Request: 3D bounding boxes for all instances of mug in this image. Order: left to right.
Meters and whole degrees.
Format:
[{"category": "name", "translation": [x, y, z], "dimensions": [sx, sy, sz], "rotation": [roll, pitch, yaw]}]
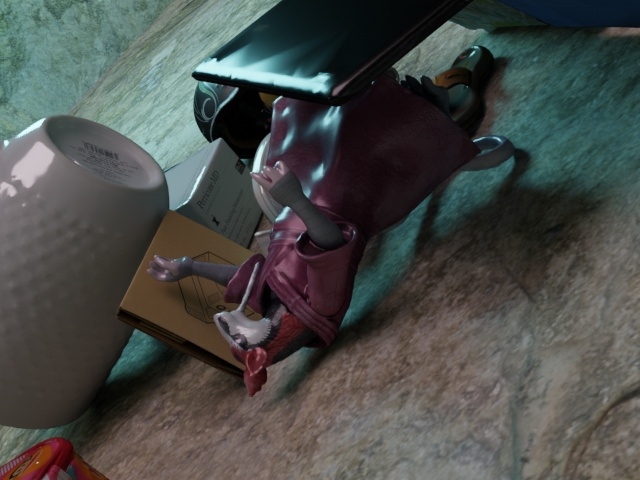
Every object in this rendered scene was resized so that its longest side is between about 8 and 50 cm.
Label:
[{"category": "mug", "translation": [-0.381, 0.003, 1.391], "dimensions": [0.328, 0.374, 0.276], "rotation": [-58, 19, 20]}]

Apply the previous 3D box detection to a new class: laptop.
[{"category": "laptop", "translation": [0.146, -0.187, 1.109], "dimensions": [0.408, 0.236, 0.382], "rotation": [-40, 23, -12]}]

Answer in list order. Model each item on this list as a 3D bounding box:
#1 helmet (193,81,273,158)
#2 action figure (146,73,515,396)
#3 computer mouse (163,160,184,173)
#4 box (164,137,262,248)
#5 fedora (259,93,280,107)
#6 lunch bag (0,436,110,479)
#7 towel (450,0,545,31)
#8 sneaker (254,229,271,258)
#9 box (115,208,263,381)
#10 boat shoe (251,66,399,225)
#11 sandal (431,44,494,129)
[{"category": "helmet", "translation": [-0.128, -0.230, 1.843], "dimensions": [0.169, 0.169, 0.161], "rotation": [-35, 39, 16]}, {"category": "action figure", "translation": [0.000, 0.000, 1.198], "dimensions": [0.248, 0.276, 0.370], "rotation": [-15, 52, 59]}, {"category": "computer mouse", "translation": [-0.274, -0.075, 1.881], "dimensions": [0.242, 0.041, 0.071], "rotation": [-24, 49, -8]}, {"category": "box", "translation": [-0.190, -0.021, 1.595], "dimensions": [0.182, 0.119, 0.181], "rotation": [-29, 24, 29]}, {"category": "fedora", "translation": [-0.045, -0.258, 1.761], "dimensions": [0.079, 0.194, 0.194], "rotation": [-46, 14, 38]}, {"category": "lunch bag", "translation": [-0.346, 0.356, 1.134], "dimensions": [0.258, 0.120, 0.293], "rotation": [-32, 21, 33]}, {"category": "towel", "translation": [0.144, -0.359, 1.378], "dimensions": [0.320, 0.375, 0.090], "rotation": [18, 90, 66]}, {"category": "sneaker", "translation": [0.010, -0.051, 1.344], "dimensions": [0.212, 0.094, 0.080], "rotation": [-48, 20, -18]}, {"category": "box", "translation": [-0.129, 0.059, 1.279], "dimensions": [0.021, 0.164, 0.201], "rotation": [-57, 10, 32]}, {"category": "boat shoe", "translation": [0.012, -0.129, 1.472], "dimensions": [0.103, 0.118, 0.320], "rotation": [-28, 17, 41]}, {"category": "sandal", "translation": [0.163, -0.192, 1.406], "dimensions": [0.090, 0.060, 0.219], "rotation": [-23, 27, 39]}]
